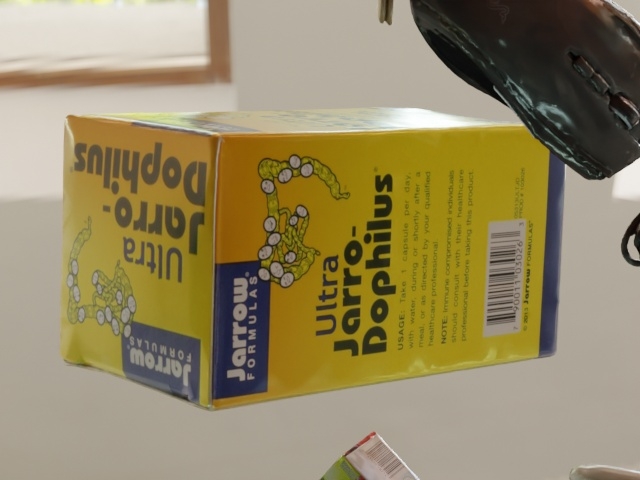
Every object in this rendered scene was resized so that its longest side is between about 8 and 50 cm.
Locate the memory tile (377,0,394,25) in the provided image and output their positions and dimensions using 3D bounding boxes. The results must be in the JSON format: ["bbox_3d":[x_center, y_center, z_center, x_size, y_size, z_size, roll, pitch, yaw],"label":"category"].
[{"bbox_3d":[0.049,-0.235,1.237,0.012,0.113,0.148,4,-121,1],"label":"memory tile"}]

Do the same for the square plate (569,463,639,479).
[{"bbox_3d":[0.287,0.149,0.512,0.347,0.344,0.049,8,-105,35],"label":"square plate"}]

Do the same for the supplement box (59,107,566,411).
[{"bbox_3d":[0.000,0.000,1.385,0.356,0.195,0.194,-5,-170,-41],"label":"supplement box"}]

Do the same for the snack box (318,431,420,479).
[{"bbox_3d":[0.047,0.196,1.055,0.141,0.100,0.037,47,-137,11],"label":"snack box"}]

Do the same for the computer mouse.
[{"bbox_3d":[0.194,-0.121,1.107,0.184,0.262,0.060,-45,-166,-1],"label":"computer mouse"}]
